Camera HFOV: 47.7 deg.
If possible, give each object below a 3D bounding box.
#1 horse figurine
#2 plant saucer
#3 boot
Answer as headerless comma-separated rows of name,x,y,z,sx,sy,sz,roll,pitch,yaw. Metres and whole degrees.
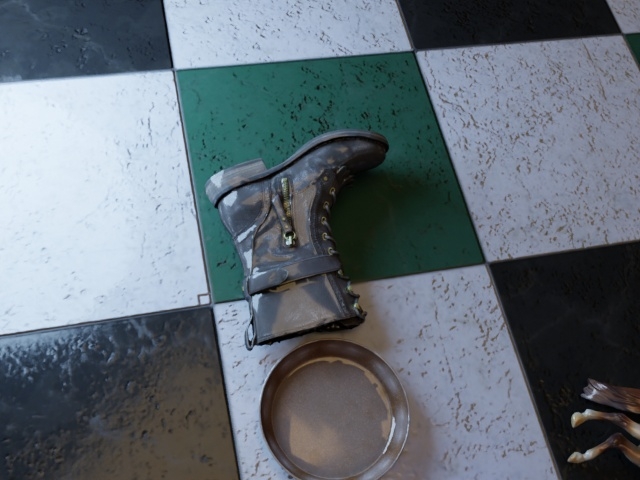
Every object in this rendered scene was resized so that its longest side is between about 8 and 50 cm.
horse figurine,0.366,0.275,0.795,0.174,0.066,0.263,0,66,-2
plant saucer,0.015,0.192,0.803,0.168,0.029,0.168,3,63,-6
boot,0.000,0.000,0.877,0.263,0.091,0.229,-20,73,-13
